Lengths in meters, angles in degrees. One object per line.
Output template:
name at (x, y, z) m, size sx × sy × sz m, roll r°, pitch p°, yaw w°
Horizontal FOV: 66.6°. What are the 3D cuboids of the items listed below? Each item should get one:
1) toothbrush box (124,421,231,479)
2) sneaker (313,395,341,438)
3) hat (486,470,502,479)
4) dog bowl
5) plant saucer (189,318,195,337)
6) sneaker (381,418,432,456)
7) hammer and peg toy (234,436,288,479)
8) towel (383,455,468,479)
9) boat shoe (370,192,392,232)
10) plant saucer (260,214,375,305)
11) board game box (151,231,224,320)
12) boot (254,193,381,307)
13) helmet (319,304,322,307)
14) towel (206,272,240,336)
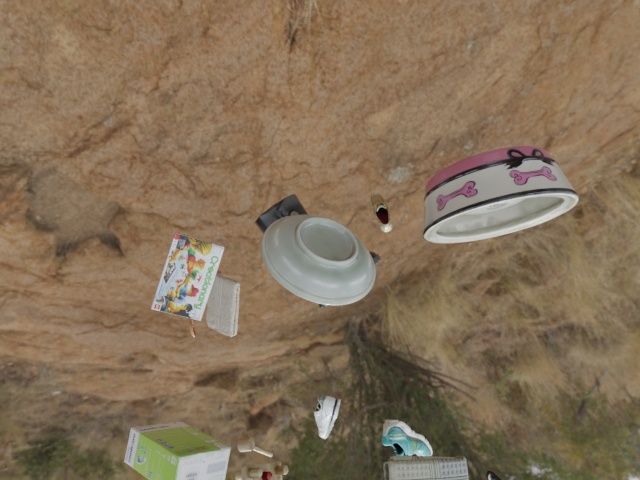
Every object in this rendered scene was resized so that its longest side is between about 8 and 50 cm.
toothbrush box at (-0.469, 0.702, 1.598) m, size 0.283 × 0.122 × 0.206 m, roll 7°, pitch 174°, yaw 39°
sneaker at (0.016, 0.722, 2.006) m, size 0.095 × 0.090 × 0.234 m, roll 15°, pitch 121°, yaw 2°
hat at (0.451, 0.670, 1.040) m, size 0.134 × 0.331 × 0.331 m, roll -40°, pitch 155°, yaw -11°
dog bowl at (0.471, -0.120, 1.343) m, size 0.409 × 0.150 × 0.408 m, roll -8°, pitch 165°, yaw -2°
plant saucer at (-0.581, 0.399, 2.211) m, size 0.013 × 0.083 × 0.083 m, roll -11°, pitch 151°, yaw -10°
sneaker at (0.318, 0.770, 1.839) m, size 0.275 × 0.109 × 0.107 m, roll 41°, pitch 145°, yaw -28°
hammer and peg toy at (-0.235, 1.014, 2.049) m, size 0.128 × 0.361 × 0.266 m, roll -21°, pitch 150°, yaw 25°
towel at (0.302, 0.777, 1.378) m, size 0.325 × 0.311 × 0.056 m, roll 13°, pitch 156°, yaw -29°
boat shoe at (0.181, -0.091, 1.441) m, size 0.050 × 0.135 × 0.045 m, roll -20°, pitch 152°, yaw 1°
plant saucer at (0.009, 0.029, 1.597) m, size 0.401 × 0.400 × 0.100 m, roll -4°, pitch 138°, yaw -30°
board game box at (-0.509, 0.139, 1.872) m, size 0.193 × 0.305 × 0.053 m, roll 17°, pitch -178°, yaw -19°
boot at (-0.001, 0.001, 1.980) m, size 0.367 × 0.445 × 0.146 m, roll -34°, pitch 170°, yaw -40°
helmet at (0.003, 0.189, 2.096) m, size 0.169 × 0.169 × 0.161 m, roll -37°, pitch -167°, yaw 26°
towel at (-0.456, 0.301, 2.290) m, size 0.049 × 0.187 × 0.281 m, roll -11°, pitch 113°, yaw -53°
